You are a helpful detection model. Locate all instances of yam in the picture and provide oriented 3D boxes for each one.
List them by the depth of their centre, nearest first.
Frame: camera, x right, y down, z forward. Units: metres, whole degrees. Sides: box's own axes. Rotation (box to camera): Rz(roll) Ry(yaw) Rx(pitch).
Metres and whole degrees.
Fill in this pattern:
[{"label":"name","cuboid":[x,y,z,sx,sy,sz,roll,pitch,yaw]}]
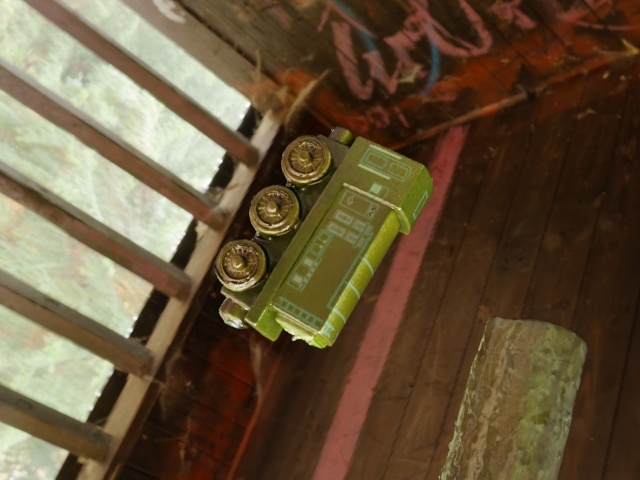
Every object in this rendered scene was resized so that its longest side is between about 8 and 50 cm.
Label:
[{"label":"yam","cuboid":[0.108,0.131,0.411,0.068,0.068,0.169,-11,-126,55]}]

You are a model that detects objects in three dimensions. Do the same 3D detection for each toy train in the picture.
[{"label":"toy train","cuboid":[0.000,0.000,0.658,0.137,0.090,0.225,27,-101,20]}]
